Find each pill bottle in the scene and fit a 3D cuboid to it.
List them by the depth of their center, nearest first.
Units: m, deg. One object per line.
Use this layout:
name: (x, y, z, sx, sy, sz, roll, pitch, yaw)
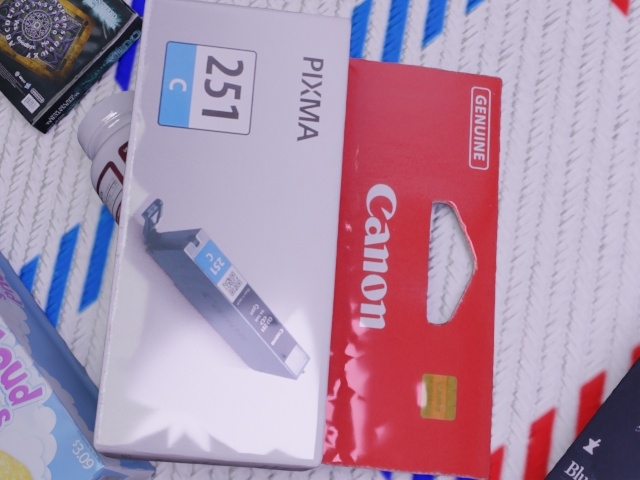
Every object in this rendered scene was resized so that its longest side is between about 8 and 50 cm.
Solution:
pill bottle: (-0.114, -0.036, 0.784, 0.086, 0.086, 0.152, -38, 69, 4)

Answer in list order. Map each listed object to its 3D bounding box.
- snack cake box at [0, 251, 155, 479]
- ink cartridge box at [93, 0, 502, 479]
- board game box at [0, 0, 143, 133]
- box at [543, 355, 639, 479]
snack cake box: (-0.263, 0.115, 0.786, 0.152, 0.089, 0.264, -42, 69, 3)
ink cartridge box: (0.000, 0.000, 0.700, 0.261, 0.066, 0.296, 6, 76, -8)
board game box: (-0.245, -0.193, 0.896, 0.126, 0.026, 0.186, -45, 68, 1)
box: (0.232, 0.147, 0.607, 0.158, 0.093, 0.156, -51, 45, -3)
